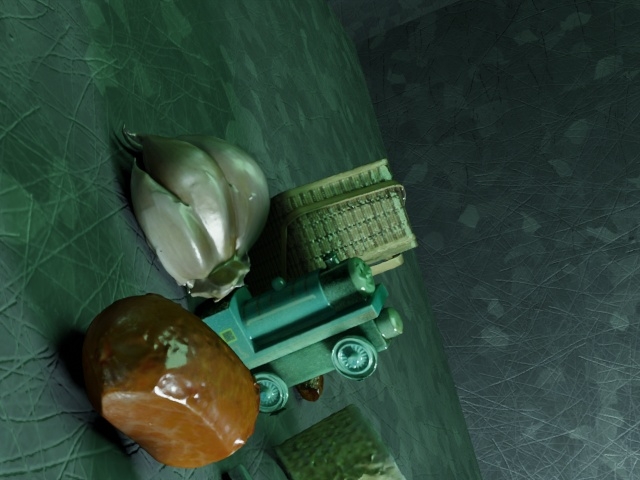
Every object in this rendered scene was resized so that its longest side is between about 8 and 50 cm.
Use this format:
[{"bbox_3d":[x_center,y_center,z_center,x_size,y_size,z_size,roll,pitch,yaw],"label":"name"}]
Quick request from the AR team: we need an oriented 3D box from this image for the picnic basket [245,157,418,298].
[{"bbox_3d":[0.000,0.000,1.561,0.313,0.228,0.175,-25,-95,65],"label":"picnic basket"}]

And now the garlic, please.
[{"bbox_3d":[-0.196,-0.057,1.394,0.237,0.210,0.291,-24,100,-42],"label":"garlic"}]

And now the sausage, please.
[{"bbox_3d":[-0.175,0.165,1.068,0.268,0.153,0.141,53,22,-47],"label":"sausage"}]

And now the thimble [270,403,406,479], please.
[{"bbox_3d":[0.051,0.401,1.408,0.270,0.150,0.271,59,-9,16],"label":"thimble"}]

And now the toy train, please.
[{"bbox_3d":[-0.032,0.133,1.371,0.194,0.298,0.120,62,22,-10],"label":"toy train"}]

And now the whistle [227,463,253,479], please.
[{"bbox_3d":[-0.070,0.417,1.269,0.223,0.123,0.123,53,10,16],"label":"whistle"}]

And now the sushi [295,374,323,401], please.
[{"bbox_3d":[-0.023,0.254,1.730,0.120,0.052,0.055,-84,166,-56],"label":"sushi"}]
